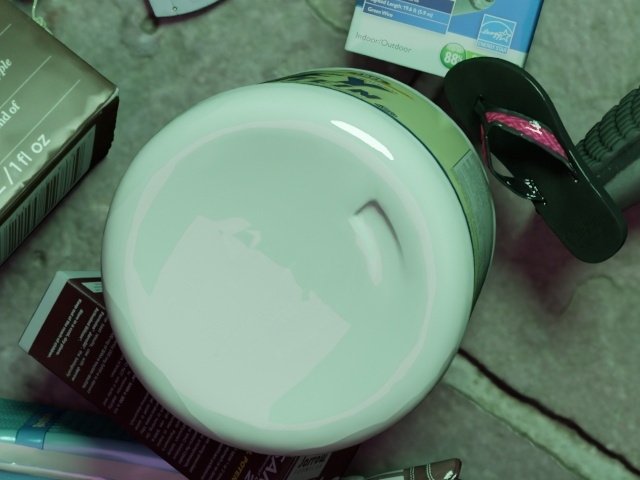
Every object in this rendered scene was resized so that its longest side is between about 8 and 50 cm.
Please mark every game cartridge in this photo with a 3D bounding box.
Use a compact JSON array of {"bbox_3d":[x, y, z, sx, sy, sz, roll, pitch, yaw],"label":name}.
[{"bbox_3d":[-0.099,-0.210,1.269,0.083,0.017,0.056,-21,91,12],"label":"game cartridge"}]

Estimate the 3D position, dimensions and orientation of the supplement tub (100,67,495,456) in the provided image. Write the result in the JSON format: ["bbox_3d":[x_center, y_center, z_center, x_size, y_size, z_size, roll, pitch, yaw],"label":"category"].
[{"bbox_3d":[0.000,0.000,1.125,0.235,0.325,0.235,1,99,9],"label":"supplement tub"}]

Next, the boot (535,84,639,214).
[{"bbox_3d":[0.345,-0.048,1.175,0.338,0.118,0.223,-35,101,20],"label":"boot"}]

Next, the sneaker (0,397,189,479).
[{"bbox_3d":[-0.233,0.243,1.304,0.319,0.127,0.208,7,98,9],"label":"sneaker"}]

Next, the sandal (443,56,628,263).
[{"bbox_3d":[0.149,-0.058,1.142,0.179,0.040,0.067,53,133,10],"label":"sandal"}]

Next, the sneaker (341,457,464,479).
[{"bbox_3d":[0.117,0.302,1.266,0.162,0.106,0.281,-20,94,9],"label":"sneaker"}]

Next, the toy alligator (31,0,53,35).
[{"bbox_3d":[-0.227,-0.244,1.270,0.051,0.056,0.189,17,104,47],"label":"toy alligator"}]

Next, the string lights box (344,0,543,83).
[{"bbox_3d":[0.117,-0.251,1.195,0.133,0.077,0.259,16,101,7],"label":"string lights box"}]

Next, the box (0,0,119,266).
[{"bbox_3d":[-0.358,-0.144,1.224,0.381,0.143,0.191,37,68,3],"label":"box"}]

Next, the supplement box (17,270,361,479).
[{"bbox_3d":[-0.098,0.115,1.229,0.239,0.130,0.073,34,102,21],"label":"supplement box"}]
